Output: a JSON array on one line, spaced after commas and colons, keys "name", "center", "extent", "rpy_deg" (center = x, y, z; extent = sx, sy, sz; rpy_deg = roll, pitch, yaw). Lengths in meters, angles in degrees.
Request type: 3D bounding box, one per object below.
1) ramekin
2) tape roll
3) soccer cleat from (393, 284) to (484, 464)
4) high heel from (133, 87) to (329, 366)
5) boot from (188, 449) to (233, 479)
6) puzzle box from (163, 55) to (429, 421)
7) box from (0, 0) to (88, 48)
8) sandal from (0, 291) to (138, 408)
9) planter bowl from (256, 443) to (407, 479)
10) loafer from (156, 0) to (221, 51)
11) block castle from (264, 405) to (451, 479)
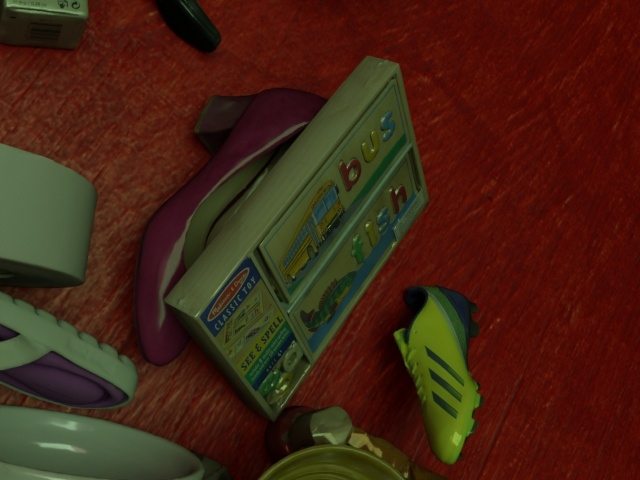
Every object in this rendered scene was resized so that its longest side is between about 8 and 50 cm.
[{"name": "ramekin", "center": [-0.266, 0.262, 0.718], "extent": [0.277, 0.277, 0.135], "rpy_deg": [16, 82, -24]}, {"name": "tape roll", "center": [-0.368, -0.023, 0.701], "extent": [0.286, 0.286, 0.100], "rpy_deg": [10, 78, -25]}, {"name": "soccer cleat", "center": [0.152, 0.174, 0.988], "extent": [0.121, 0.093, 0.289], "rpy_deg": [16, 40, -3]}, {"name": "high heel", "center": [-0.100, -0.024, 0.880], "extent": [0.127, 0.181, 0.377], "rpy_deg": [43, 56, -60]}, {"name": "boot", "center": [-0.161, 0.319, 0.888], "extent": [0.118, 0.042, 0.087], "rpy_deg": [-44, 110, -18]}, {"name": "puzzle box", "center": [0.000, 0.000, 0.919], "extent": [0.409, 0.052, 0.272], "rpy_deg": [-53, 145, -22]}, {"name": "box", "center": [-0.339, -0.380, 0.867], "extent": [0.094, 0.113, 0.275], "rpy_deg": [-2, 84, -27]}, {"name": "sandal", "center": [-0.353, 0.112, 0.697], "extent": [0.416, 0.169, 0.102], "rpy_deg": [28, 48, -39]}, {"name": "planter bowl", "center": [0.001, 0.322, 0.736], "extent": [0.217, 0.090, 0.217], "rpy_deg": [6, 70, -18]}, {"name": "loafer", "center": [-0.188, -0.327, 0.963], "extent": [0.170, 0.062, 0.061], "rpy_deg": [48, 60, -14]}, {"name": "block castle", "center": [0.007, 0.451, 0.861], "extent": [0.303, 0.213, 0.453], "rpy_deg": [28, 64, -8]}]
